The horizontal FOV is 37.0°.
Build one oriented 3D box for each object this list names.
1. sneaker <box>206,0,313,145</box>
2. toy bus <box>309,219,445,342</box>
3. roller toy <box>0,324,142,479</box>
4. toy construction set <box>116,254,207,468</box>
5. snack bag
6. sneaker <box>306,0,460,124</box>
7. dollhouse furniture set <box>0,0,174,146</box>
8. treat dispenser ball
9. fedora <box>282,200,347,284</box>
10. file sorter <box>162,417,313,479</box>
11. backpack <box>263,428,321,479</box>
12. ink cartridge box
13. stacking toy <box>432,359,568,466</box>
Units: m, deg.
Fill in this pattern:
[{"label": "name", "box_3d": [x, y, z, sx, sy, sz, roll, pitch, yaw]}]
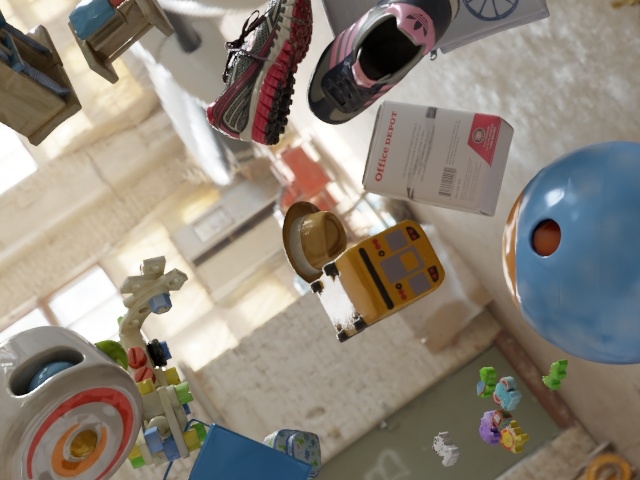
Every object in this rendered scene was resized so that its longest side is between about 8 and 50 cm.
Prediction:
[{"label": "sneaker", "box_3d": [-0.086, -0.295, 1.450, 0.112, 0.299, 0.121, 13, 164, 13]}, {"label": "toy bus", "box_3d": [0.076, 0.067, 1.430, 0.108, 0.130, 0.333, 62, 169, 7]}, {"label": "roller toy", "box_3d": [-0.317, 0.214, 1.138, 0.146, 0.209, 0.191, 29, -179, 37]}, {"label": "toy construction set", "box_3d": [-0.257, 0.194, 1.429, 0.215, 0.151, 0.328, 83, 178, -61]}, {"label": "snack bag", "box_3d": [0.143, -0.438, 1.473, 0.037, 0.342, 0.323, -33, -76, -73]}, {"label": "sneaker", "box_3d": [0.059, -0.247, 1.346, 0.112, 0.131, 0.319, 40, 138, -7]}, {"label": "dollhouse furniture set", "box_3d": [-0.267, -0.214, 0.917, 0.129, 0.183, 0.129, 59, -167, 29]}, {"label": "treat dispenser ball", "box_3d": [0.379, 0.016, 1.233, 0.288, 0.288, 0.288, 54, 175, 8]}, {"label": "fedora", "box_3d": [0.000, 0.000, 2.004, 0.194, 0.079, 0.194, 28, -127, -44]}, {"label": "file sorter", "box_3d": [-0.124, 0.339, 1.369, 0.170, 0.118, 0.104, 29, 166, -26]}, {"label": "backpack", "box_3d": [-0.057, 0.436, 1.960, 0.114, 0.084, 0.105, 15, -121, -36]}, {"label": "ink cartridge box", "box_3d": [0.193, -0.137, 1.593, 0.218, 0.159, 0.092, 13, 180, 28]}, {"label": "stacking toy", "box_3d": [0.295, 0.278, 1.578, 0.052, 0.167, 0.221, 56, 137, 42]}]
